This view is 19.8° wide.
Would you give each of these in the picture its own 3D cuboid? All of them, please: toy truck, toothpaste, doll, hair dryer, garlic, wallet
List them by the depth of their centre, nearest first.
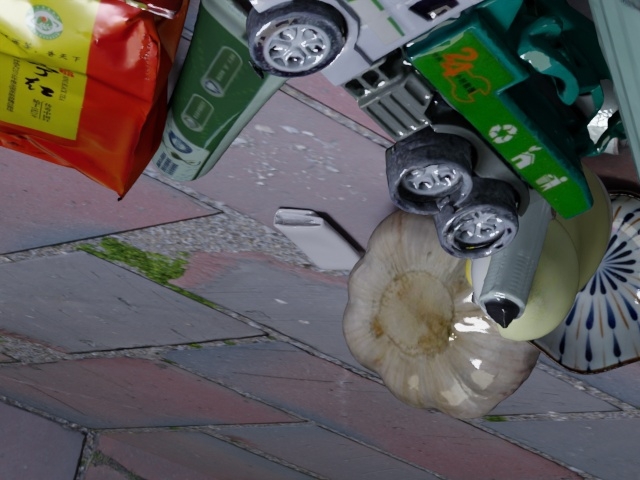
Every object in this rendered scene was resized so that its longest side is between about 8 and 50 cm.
[{"bbox_3d":[0.087,-0.139,1.206,0.178,0.176,0.363,-30,138,23],"label":"toy truck"},{"bbox_3d":[0.150,-0.040,1.368,0.131,0.236,0.073,10,154,15],"label":"hair dryer"},{"bbox_3d":[0.164,0.003,1.486,0.117,0.141,0.296,5,-164,17],"label":"doll"},{"bbox_3d":[-0.096,-0.122,1.601,0.099,0.061,0.392,39,159,-1],"label":"toothpaste"},{"bbox_3d":[0.149,0.063,1.824,0.219,0.218,0.212,3,-172,31],"label":"garlic"},{"bbox_3d":[0.000,0.000,1.950,0.061,0.025,0.122,7,160,28],"label":"wallet"}]

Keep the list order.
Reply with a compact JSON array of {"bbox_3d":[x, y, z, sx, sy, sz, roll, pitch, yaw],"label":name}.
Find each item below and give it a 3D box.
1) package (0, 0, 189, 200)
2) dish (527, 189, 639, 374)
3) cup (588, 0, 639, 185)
[{"bbox_3d":[-0.206,-0.160,1.452,0.196,0.123,0.423,18,162,-4],"label":"package"},{"bbox_3d":[0.255,0.027,1.685,0.191,0.190,0.066,16,-154,-5],"label":"dish"},{"bbox_3d":[0.327,-0.076,0.954,0.401,0.310,0.392,42,175,34],"label":"cup"}]
